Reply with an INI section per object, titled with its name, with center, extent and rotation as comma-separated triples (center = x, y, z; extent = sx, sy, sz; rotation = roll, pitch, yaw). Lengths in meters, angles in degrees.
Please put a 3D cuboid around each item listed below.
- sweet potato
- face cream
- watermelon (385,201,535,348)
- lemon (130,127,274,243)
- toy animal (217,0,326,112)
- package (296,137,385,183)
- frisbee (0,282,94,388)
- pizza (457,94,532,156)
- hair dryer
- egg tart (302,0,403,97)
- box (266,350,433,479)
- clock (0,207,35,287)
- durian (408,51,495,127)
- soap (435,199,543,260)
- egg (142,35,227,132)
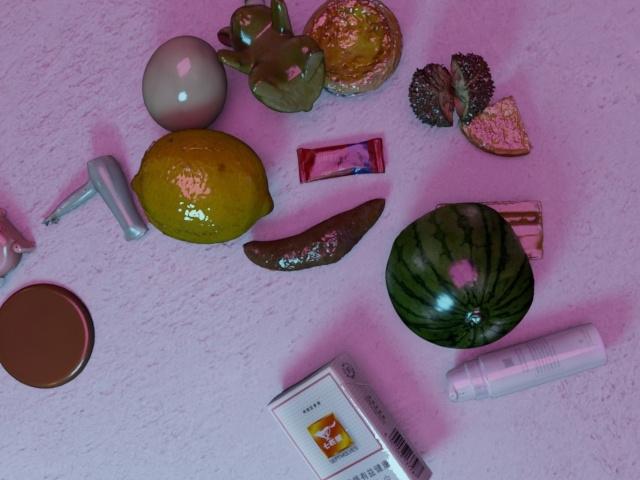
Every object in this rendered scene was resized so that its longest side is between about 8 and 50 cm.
[sweet potato]
center = -0.001, 0.004, 1.727
extent = 0.341, 0.092, 0.114
rotation = -20, 71, 4
[face cream]
center = 0.443, 0.276, 1.684
extent = 0.345, 0.102, 0.102
rotation = -17, 88, 5
[watermelon]
center = 0.291, 0.100, 1.609
extent = 0.330, 0.189, 0.331
rotation = 1, 108, 3
[lemon]
center = -0.251, -0.115, 1.667
extent = 0.310, 0.258, 0.258
rotation = 11, 90, -1
[toy animal]
center = -0.133, -0.435, 1.660
extent = 0.181, 0.180, 0.363
rotation = -39, 70, 6
[package]
center = 0.046, -0.183, 1.760
extent = 0.200, 0.022, 0.083
rotation = -7, 89, 6
[frisbee]
center = -0.657, 0.227, 1.816
extent = 0.251, 0.021, 0.251
rotation = 0, 90, 6
[pizza]
center = 0.403, -0.255, 1.718
extent = 0.175, 0.046, 0.134
rotation = 33, 94, 4
[hair dryer]
center = -0.543, -0.067, 1.796
extent = 0.237, 0.075, 0.206
rotation = -23, 94, 12
[egg tart]
center = 0.072, -0.435, 1.723
extent = 0.234, 0.094, 0.234
rotation = 0, 89, 9
[box]
center = 0.061, 0.435, 1.680
extent = 0.210, 0.095, 0.330
rotation = -38, 88, 29
[clock]
center = -0.779, 0.022, 1.792
extent = 0.162, 0.093, 0.166
rotation = -44, 87, 6
[durian]
center = 0.284, -0.334, 1.666
extent = 0.196, 0.196, 0.167
rotation = -1, 118, 5
[soap]
center = 0.373, -0.019, 1.705
extent = 0.233, 0.076, 0.135
rotation = -2, 90, 6
[egg]
center = -0.297, -0.341, 1.688
extent = 0.186, 0.242, 0.186
rotation = 9, 51, -11
